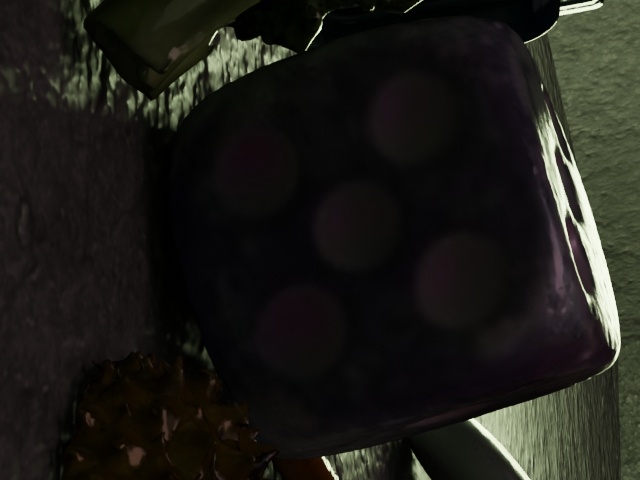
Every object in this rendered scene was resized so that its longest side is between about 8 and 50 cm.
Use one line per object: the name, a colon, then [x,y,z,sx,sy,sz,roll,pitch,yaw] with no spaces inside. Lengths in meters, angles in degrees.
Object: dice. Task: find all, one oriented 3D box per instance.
dice: [0.058,0.002,1.405,0.270,0.270,0.271,20,54,-73]

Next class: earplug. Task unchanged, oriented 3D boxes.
earplug: [0.163,0.319,1.995,0.214,0.175,0.326,60,18,-48]

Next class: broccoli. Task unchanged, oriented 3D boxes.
broccoli: [-0.056,-0.255,1.300,0.249,0.302,0.375,64,-16,6]

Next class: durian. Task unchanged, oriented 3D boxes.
durian: [-0.084,0.203,1.150,0.191,0.112,0.341,68,23,-52]

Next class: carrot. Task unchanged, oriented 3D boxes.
carrot: [-0.031,0.157,1.524,0.248,0.043,0.043,63,25,-51]

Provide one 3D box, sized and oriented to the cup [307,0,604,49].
cup: [0.115,-0.310,1.798,0.308,0.292,0.242,-46,128,-73]
